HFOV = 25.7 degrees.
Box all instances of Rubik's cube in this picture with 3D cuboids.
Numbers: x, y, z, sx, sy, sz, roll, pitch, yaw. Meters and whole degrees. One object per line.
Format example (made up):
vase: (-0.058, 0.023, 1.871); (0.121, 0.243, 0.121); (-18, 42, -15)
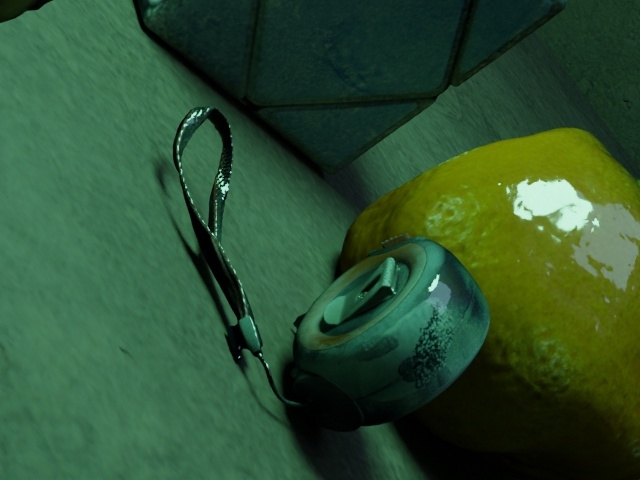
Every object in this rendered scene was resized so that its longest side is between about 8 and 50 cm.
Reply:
Rubik's cube: (0.004, -0.209, 0.926); (0.205, 0.205, 0.207); (38, 25, -43)

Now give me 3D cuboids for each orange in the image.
orange: (0.140, 0.042, 0.859); (0.249, 0.183, 0.249); (47, 18, -20)

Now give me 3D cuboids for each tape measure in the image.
tape measure: (-0.001, 0.001, 0.683); (0.180, 0.107, 0.104); (57, 20, -4)

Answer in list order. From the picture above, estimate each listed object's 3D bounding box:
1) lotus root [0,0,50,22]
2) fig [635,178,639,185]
lotus root: (-0.171, -0.152, 0.505); (0.214, 0.138, 0.138); (23, 34, -41)
fig: (0.261, 0.058, 1.255); (0.167, 0.167, 0.233); (4, 90, -69)
